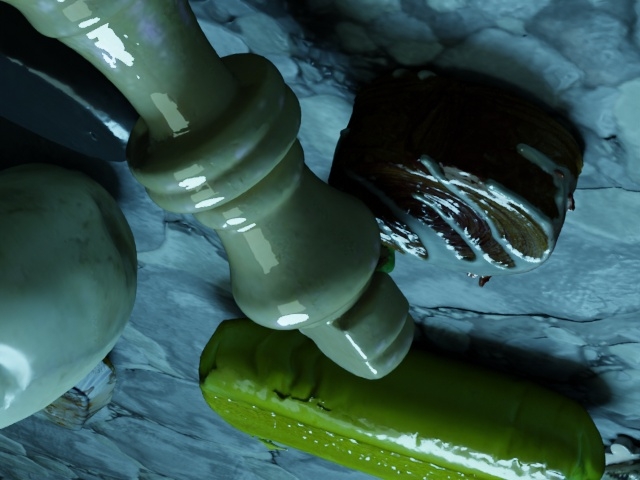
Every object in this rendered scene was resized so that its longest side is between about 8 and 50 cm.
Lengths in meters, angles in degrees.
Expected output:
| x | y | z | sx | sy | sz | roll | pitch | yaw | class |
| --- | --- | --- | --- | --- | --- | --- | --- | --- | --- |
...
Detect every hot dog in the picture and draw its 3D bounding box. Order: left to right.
| x | y | z | sx | sy | sz | roll | pitch | yaw | class |
| --- | --- | --- | --- | --- | --- | --- | --- | --- | --- |
| -0.320 | 0.164 | 1.591 | 0.144 | 0.075 | 0.268 | 28 | 159 | -8 | hot dog |

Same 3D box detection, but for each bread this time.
| x | y | z | sx | sy | sz | roll | pitch | yaw | class |
| --- | --- | --- | --- | --- | --- | --- | --- | --- | --- |
| 0.074 | 0.156 | 1.220 | 0.384 | 0.112 | 0.166 | 14 | 154 | 14 | bread |
| 0.086 | -0.037 | 0.838 | 0.160 | 0.073 | 0.160 | 16 | 156 | 7 | bread |

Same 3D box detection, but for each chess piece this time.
| x | y | z | sx | sy | sz | roll | pitch | yaw | class |
| --- | --- | --- | --- | --- | --- | --- | --- | --- | --- |
| -0.059 | -0.057 | 0.745 | 0.117 | 0.117 | 0.397 | -2 | 135 | 40 | chess piece |

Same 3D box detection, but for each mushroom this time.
| x | y | z | sx | sy | sz | roll | pitch | yaw | class |
| --- | --- | --- | --- | --- | --- | --- | --- | --- | --- |
| -0.332 | 0.045 | 1.071 | 0.356 | 0.315 | 0.315 | 12 | 157 | -3 | mushroom |

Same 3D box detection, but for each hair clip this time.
| x | y | z | sx | sy | sz | roll | pitch | yaw | class |
| --- | --- | --- | --- | --- | --- | --- | --- | --- | --- |
| 0.278 | 0.226 | 1.299 | 0.062 | 0.056 | 0.214 | 41 | 160 | -16 | hair clip |

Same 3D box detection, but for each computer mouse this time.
| x | y | z | sx | sy | sz | roll | pitch | yaw | class |
| --- | --- | --- | --- | --- | --- | --- | --- | --- | --- |
| -0.211 | -0.145 | 0.818 | 0.270 | 0.086 | 0.137 | 27 | 162 | 3 | computer mouse |

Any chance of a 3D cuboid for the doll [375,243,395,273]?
| x | y | z | sx | sy | sz | roll | pitch | yaw | class |
| --- | --- | --- | --- | --- | --- | --- | --- | --- | --- |
| -0.001 | 0.010 | 1.005 | 0.113 | 0.076 | 0.078 | -1 | 158 | 41 | doll |
